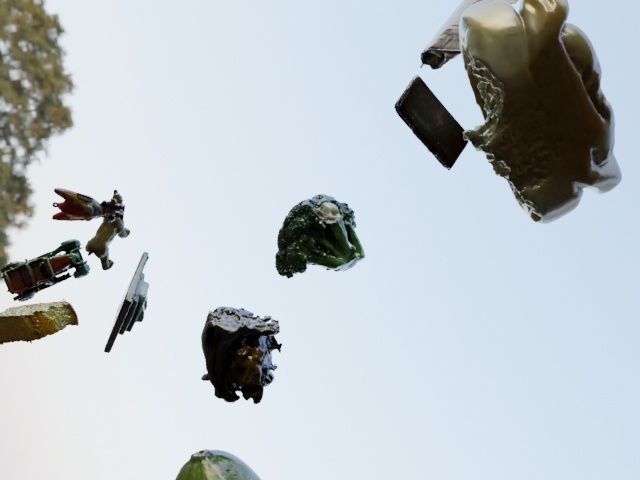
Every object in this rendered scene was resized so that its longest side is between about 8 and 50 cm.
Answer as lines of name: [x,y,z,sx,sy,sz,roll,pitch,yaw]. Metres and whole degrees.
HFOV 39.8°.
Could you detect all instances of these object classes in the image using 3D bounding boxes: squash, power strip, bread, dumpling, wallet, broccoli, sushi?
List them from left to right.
bread: [-0.568,0.160,1.733,0.188,0.103,0.065,-4,-79,32]
power strip: [-0.458,0.160,2.169,0.198,0.065,0.213,-85,-160,-50]
squash: [-0.251,0.663,2.151,0.308,0.310,0.310,69,-25,10]
sushi: [-0.203,0.289,2.246,0.213,0.200,0.203,-66,163,-75]
broccoli: [0.000,0.000,2.556,0.245,0.295,0.265,47,-29,23]
dumpling: [0.014,-0.064,2.154,0.052,0.057,0.076,100,-28,-46]
wallet: [0.274,-0.289,2.184,0.232,0.122,0.031,46,-24,-26]
bread: [0.392,-0.239,1.601,0.245,0.329,0.423,-14,-64,23]

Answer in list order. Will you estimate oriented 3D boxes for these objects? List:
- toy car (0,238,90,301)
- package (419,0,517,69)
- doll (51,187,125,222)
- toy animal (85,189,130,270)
toy car: [-0.476,0.051,1.533,0.054,0.143,0.073,137,-69,-83]
package: [0.319,-0.472,1.922,0.062,0.203,0.251,40,-12,-19]
doll: [-0.559,-0.080,2.136,0.109,0.169,0.057,112,-27,-46]
toy animal: [-0.614,-0.033,2.556,0.103,0.218,0.101,25,-14,8]
